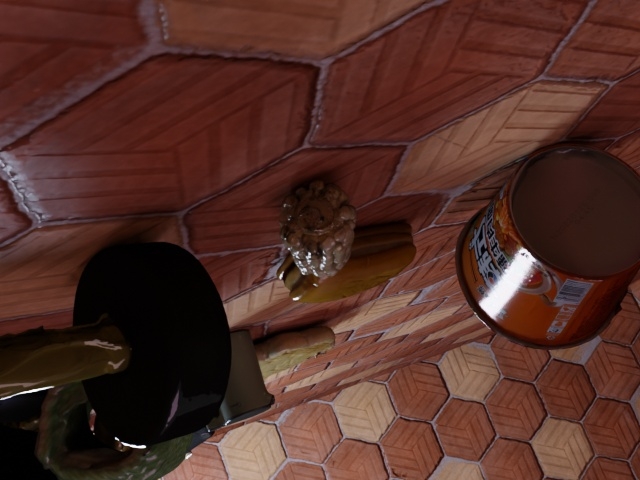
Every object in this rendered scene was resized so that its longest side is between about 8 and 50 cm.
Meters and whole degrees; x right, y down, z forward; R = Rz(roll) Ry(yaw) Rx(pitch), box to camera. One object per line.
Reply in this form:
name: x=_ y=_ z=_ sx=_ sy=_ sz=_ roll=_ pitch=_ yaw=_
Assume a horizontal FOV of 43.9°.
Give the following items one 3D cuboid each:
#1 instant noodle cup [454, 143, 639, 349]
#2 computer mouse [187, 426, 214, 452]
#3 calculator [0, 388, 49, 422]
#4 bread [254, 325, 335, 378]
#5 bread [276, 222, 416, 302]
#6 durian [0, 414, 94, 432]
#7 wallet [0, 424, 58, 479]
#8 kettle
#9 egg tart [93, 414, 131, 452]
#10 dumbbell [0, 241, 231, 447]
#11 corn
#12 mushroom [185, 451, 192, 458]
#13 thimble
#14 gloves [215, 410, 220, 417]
instant noodle cup: x=0.324 y=0.003 z=1.073 sx=0.250 sy=0.250 sz=0.192 roll=-18 pitch=157 yaw=-11
computer mouse: x=-0.396 y=0.470 z=1.925 sx=0.269 sy=0.100 sz=0.170 roll=-34 pitch=140 yaw=10
calculator: x=-0.465 y=0.243 z=1.204 sx=0.121 sy=0.039 sz=0.210 roll=-26 pitch=164 yaw=11
bread: x=-0.114 y=0.252 z=1.673 sx=0.316 sy=0.054 sz=0.316 roll=-20 pitch=166 yaw=-5
bread: x=0.042 y=0.031 z=1.097 sx=0.200 sy=0.077 sz=0.116 roll=-10 pitch=153 yaw=-38
durian: x=-0.516 y=0.380 z=1.374 sx=0.172 sy=0.166 sz=0.306 roll=-32 pitch=152 yaw=27
wallet: x=-0.423 y=0.347 z=1.194 sx=0.323 sy=0.247 sz=0.041 roll=24 pitch=93 yaw=-50
kettle: x=-0.163 y=0.250 z=1.423 sx=0.127 sy=0.148 sz=0.098 roll=-16 pitch=165 yaw=-16
egg tart: x=-0.345 y=0.299 z=1.388 sx=0.074 sy=0.191 sz=0.191 roll=16 pitch=160 yaw=-1
dumbbell: x=-0.260 y=0.112 z=0.713 sx=0.322 sy=0.203 sz=0.204 roll=-7 pitch=159 yaw=-43
corn: x=0.000 y=0.000 z=0.900 sx=0.087 sy=0.087 sz=0.211 roll=-20 pitch=164 yaw=-3
mushroom: x=-0.379 y=0.510 z=2.077 sx=0.166 sy=0.127 sz=0.166 roll=-26 pitch=164 yaw=-8
thimble: x=-0.304 y=0.266 z=1.170 sx=0.219 sy=0.219 sz=0.150 roll=-22 pitch=165 yaw=4
gloves: x=-0.314 y=0.353 z=1.600 sx=0.116 sy=0.133 sz=0.294 roll=-6 pitch=159 yaw=-44
